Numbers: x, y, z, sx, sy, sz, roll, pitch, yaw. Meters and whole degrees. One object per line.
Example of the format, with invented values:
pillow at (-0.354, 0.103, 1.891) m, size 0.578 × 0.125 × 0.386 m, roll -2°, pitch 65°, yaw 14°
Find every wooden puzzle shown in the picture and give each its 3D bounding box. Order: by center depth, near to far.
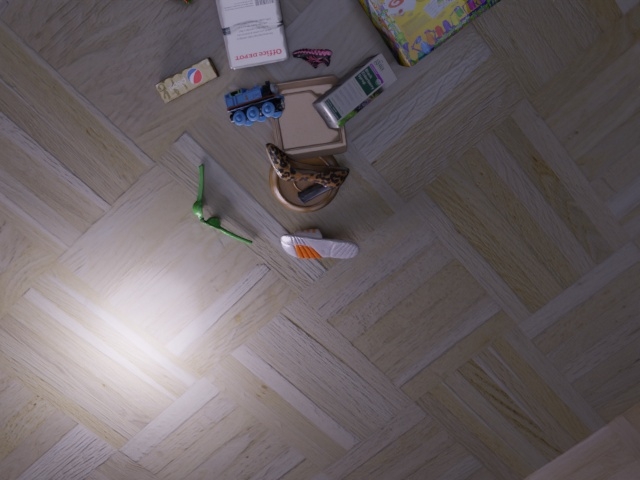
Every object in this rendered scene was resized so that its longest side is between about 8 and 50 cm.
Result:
wooden puzzle at (-0.039, -0.375, 1.535) m, size 0.221 × 0.044 × 0.238 m, roll -9°, pitch 105°, yaw 0°

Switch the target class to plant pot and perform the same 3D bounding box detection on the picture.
plant pot at (-0.050, -0.198, 1.616) m, size 0.237 × 0.032 × 0.236 m, roll -1°, pitch 111°, yaw -3°

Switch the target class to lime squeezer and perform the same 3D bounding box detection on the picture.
lime squeezer at (-0.352, -0.090, 1.640) m, size 0.110 × 0.059 × 0.310 m, roll -38°, pitch 109°, yaw -21°

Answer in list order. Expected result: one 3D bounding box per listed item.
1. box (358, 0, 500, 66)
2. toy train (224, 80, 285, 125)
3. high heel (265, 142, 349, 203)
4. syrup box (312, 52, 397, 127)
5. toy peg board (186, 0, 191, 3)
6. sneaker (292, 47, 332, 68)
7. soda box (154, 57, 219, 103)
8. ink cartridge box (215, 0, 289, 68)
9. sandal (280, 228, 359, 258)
box at (0.280, -0.687, 1.369) m, size 0.290 × 0.177 × 0.279 m, roll -34°, pitch 109°, yaw 10°
toy train at (-0.195, -0.407, 1.476) m, size 0.184 × 0.080 × 0.105 m, roll -11°, pitch 96°, yaw 21°
high heel at (-0.037, -0.240, 1.514) m, size 0.186 × 0.093 × 0.261 m, roll -28°, pitch 134°, yaw 13°
syrup box at (0.101, -0.441, 1.465) m, size 0.237 × 0.096 × 0.093 m, roll -40°, pitch 111°, yaw -6°
toy peg board at (-0.366, -0.720, 1.341) m, size 0.079 × 0.160 × 0.161 m, roll 16°, pitch 110°, yaw -26°
sneaker at (-0.024, -0.543, 1.483) m, size 0.120 × 0.047 × 0.057 m, roll 2°, pitch 122°, yaw -2°
soda box at (-0.397, -0.477, 1.477) m, size 0.182 × 0.058 × 0.061 m, roll -25°, pitch 110°, yaw 6°
ink cartridge box at (-0.193, -0.623, 1.409) m, size 0.172 × 0.100 × 0.237 m, roll -10°, pitch 110°, yaw 1°
sandal at (0.001, 0.008, 1.673) m, size 0.266 × 0.076 × 0.101 m, roll 5°, pitch 134°, yaw 7°
